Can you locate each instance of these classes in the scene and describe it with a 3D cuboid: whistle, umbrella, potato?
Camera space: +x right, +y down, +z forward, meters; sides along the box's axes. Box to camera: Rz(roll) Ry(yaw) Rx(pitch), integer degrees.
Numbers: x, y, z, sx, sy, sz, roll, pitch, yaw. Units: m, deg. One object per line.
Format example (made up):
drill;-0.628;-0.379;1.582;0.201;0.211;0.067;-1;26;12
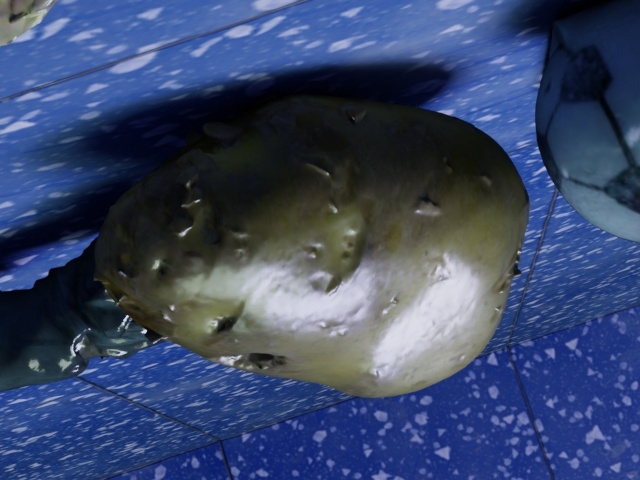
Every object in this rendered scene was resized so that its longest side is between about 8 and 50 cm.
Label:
whistle;0.201;-0.067;0.999;0.164;0.163;0.289;-19;169;3
umbrella;-0.229;0.063;1.115;0.349;0.094;0.143;-19;175;16
potato;0.000;0.000;1.004;0.296;0.141;0.191;5;125;-42

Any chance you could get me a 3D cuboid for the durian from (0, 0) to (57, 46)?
durian;-0.074;-0.111;0.404;0.165;0.132;0.182;-25;163;-29
